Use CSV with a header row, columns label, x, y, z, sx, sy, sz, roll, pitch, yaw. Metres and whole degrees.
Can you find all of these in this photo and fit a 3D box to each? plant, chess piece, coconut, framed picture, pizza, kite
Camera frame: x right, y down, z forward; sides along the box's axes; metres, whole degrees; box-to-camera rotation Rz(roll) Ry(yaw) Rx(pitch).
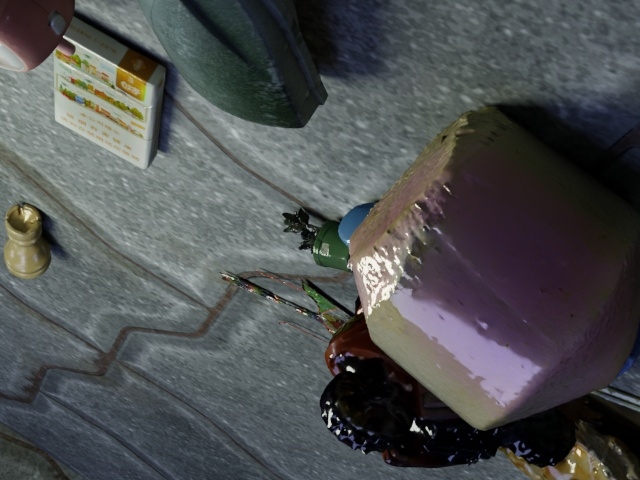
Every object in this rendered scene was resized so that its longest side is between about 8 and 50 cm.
label,x,y,z,sx,sy,sz,roll,pitch,yaw
plant,0.000,0.000,1.803,0.102,0.051,0.051,23,158,31
chess piece,-0.399,-0.002,2.313,0.066,0.066,0.122,27,154,10
coconut,0.158,0.034,1.452,0.245,0.233,0.233,39,158,-9
framed picture,0.378,0.227,1.857,0.252,0.014,0.197,20,156,27
pizza,0.240,0.217,1.913,0.297,0.071,0.189,38,164,13
kite,-0.016,0.088,2.077,0.244,0.006,0.198,21,157,23

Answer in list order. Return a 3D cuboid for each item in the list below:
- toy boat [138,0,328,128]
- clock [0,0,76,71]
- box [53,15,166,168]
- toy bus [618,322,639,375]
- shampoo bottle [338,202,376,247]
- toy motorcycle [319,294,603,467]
label,x,y,z,sx,sy,sz,roll,pitch,yaw
toy boat,-0.080,-0.190,1.403,0.141,0.092,0.319,25,168,17
clock,-0.325,-0.255,1.571,0.227,0.142,0.241,26,168,14
box,-0.221,-0.151,1.783,0.122,0.032,0.220,30,159,3
toy bus,0.197,0.043,1.615,0.236,0.079,0.094,33,143,-6
shampoo bottle,0.105,0.056,1.773,0.104,0.061,0.258,3,145,43
toy motorcycle,0.156,0.137,1.688,0.401,0.207,0.134,9,130,-30
